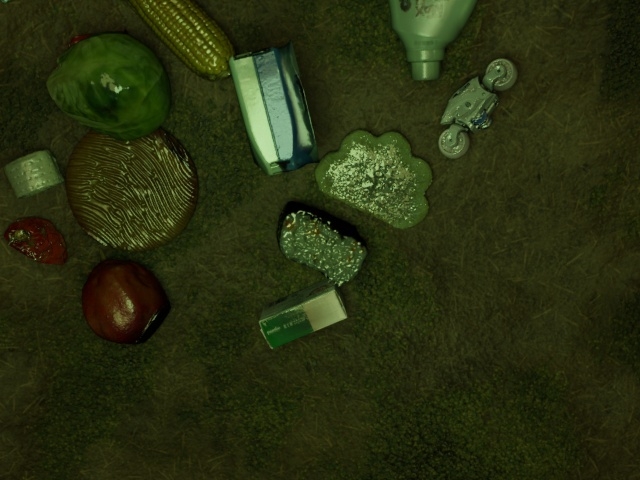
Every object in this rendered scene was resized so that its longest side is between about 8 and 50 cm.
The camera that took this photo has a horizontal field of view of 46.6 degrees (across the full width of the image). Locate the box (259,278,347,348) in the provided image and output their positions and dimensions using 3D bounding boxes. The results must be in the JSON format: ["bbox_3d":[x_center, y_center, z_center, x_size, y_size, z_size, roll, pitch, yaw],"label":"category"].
[{"bbox_3d":[-0.039,0.167,1.754,0.199,0.135,0.081,-25,100,6],"label":"box"}]

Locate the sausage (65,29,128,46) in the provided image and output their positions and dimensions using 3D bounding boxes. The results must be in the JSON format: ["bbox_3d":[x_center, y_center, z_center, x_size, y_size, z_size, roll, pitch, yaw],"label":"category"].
[{"bbox_3d":[-0.508,-0.449,1.687,0.145,0.050,0.048,-5,142,1],"label":"sausage"}]

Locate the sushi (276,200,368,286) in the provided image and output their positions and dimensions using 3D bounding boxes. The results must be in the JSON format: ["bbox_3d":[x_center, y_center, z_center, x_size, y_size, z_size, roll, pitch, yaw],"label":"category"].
[{"bbox_3d":[0.000,0.000,1.727,0.225,0.126,0.136,32,99,-7],"label":"sushi"}]

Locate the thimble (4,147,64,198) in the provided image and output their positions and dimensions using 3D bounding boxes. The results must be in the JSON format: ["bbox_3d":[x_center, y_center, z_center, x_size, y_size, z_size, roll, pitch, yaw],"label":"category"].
[{"bbox_3d":[-0.664,-0.155,1.718,0.115,0.102,0.090,-23,97,-3],"label":"thimble"}]

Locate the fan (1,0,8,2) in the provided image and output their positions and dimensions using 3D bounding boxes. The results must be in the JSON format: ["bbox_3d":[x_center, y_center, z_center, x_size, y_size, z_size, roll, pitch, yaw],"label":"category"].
[{"bbox_3d":[-0.629,-0.562,1.682,0.193,0.016,0.038,-11,103,2],"label":"fan"}]

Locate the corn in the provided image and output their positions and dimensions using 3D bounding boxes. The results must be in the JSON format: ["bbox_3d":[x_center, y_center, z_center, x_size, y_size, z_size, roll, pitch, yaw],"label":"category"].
[{"bbox_3d":[-0.325,-0.496,1.640,0.120,0.120,0.363,-42,97,8],"label":"corn"}]

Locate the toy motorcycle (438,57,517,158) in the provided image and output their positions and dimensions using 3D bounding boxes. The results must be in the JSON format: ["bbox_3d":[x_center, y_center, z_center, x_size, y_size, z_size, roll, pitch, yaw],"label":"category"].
[{"bbox_3d":[0.345,-0.305,1.686,0.112,0.112,0.254,32,101,-5],"label":"toy motorcycle"}]

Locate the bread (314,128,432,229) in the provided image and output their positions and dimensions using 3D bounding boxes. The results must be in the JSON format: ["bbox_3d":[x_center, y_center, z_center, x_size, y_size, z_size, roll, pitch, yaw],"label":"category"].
[{"bbox_3d":[0.137,-0.157,1.732,0.286,0.056,0.207,21,102,-5],"label":"bread"}]

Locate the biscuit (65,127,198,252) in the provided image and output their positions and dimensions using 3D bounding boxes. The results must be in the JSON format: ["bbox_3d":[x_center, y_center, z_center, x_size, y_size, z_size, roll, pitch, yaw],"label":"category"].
[{"bbox_3d":[-0.446,-0.127,1.751,0.317,0.040,0.318,0,101,2],"label":"biscuit"}]

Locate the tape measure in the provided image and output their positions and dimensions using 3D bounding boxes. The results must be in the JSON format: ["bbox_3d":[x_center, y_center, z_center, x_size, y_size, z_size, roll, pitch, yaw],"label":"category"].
[{"bbox_3d":[-0.104,-0.280,1.607,0.138,0.262,0.260,-13,100,-4],"label":"tape measure"}]

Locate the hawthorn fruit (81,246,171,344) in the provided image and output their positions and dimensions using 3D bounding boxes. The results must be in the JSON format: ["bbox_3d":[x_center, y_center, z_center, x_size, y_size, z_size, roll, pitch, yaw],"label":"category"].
[{"bbox_3d":[-0.463,0.126,1.732,0.189,0.189,0.252,-26,93,5],"label":"hawthorn fruit"}]

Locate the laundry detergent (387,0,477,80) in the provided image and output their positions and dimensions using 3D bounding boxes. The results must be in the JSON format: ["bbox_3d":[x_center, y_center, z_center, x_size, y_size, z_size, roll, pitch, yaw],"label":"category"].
[{"bbox_3d":[0.244,-0.551,1.606,0.263,0.125,0.398,1,105,15],"label":"laundry detergent"}]

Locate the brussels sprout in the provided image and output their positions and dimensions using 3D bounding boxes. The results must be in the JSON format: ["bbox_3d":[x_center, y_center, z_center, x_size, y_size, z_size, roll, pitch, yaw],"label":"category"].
[{"bbox_3d":[-0.466,-0.339,1.627,0.271,0.219,0.210,-1,61,14],"label":"brussels sprout"}]

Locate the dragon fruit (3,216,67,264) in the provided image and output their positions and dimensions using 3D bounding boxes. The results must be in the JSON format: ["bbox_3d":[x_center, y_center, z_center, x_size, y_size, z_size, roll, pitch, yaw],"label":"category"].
[{"bbox_3d":[-0.668,-0.005,1.745,0.162,0.106,0.083,34,98,-3],"label":"dragon fruit"}]
